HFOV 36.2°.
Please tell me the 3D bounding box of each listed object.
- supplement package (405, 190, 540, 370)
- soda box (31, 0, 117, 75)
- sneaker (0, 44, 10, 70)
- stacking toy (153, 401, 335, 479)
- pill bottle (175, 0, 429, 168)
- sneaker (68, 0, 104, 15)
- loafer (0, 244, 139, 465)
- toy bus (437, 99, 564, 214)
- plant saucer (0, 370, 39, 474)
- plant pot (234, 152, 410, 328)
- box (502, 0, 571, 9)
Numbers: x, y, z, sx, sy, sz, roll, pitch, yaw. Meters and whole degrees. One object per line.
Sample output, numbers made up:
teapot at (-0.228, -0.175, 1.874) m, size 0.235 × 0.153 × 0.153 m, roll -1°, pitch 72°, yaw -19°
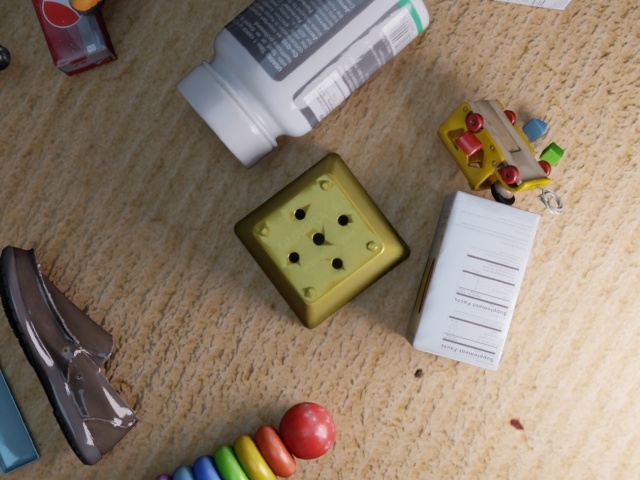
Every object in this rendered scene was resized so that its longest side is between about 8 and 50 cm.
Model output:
supplement package at (0.230, 0.060, 1.508) m, size 0.134 × 0.139 × 0.244 m, roll 16°, pitch 89°, yaw 0°
soda box at (-0.415, -0.403, 1.560) m, size 0.092 × 0.083 × 0.263 m, roll -20°, pitch 88°, yaw 1°
sneaker at (-0.621, -0.266, 1.498) m, size 0.283 × 0.107 × 0.124 m, roll 8°, pitch 86°, yaw -3°
stacking toy at (-0.122, 0.365, 1.523) m, size 0.330 × 0.141 × 0.141 m, roll -31°, pitch 89°, yaw -3°
pill bottle at (-0.030, -0.289, 1.488) m, size 0.361 × 0.204 × 0.204 m, roll -41°, pitch 88°, yaw 0°
sneaker at (-0.357, -0.460, 1.504) m, size 0.121 × 0.099 × 0.262 m, roll 24°, pitch 55°, yaw -18°
loafer at (-0.396, 0.167, 1.545) m, size 0.130 × 0.134 × 0.366 m, roll -26°, pitch 99°, yaw -22°
toy bus at (0.268, -0.120, 1.506) m, size 0.191 × 0.202 × 0.104 m, roll 30°, pitch 133°, yaw -14°
plant saucer at (-0.522, 0.279, 1.588) m, size 0.067 × 0.018 × 0.192 m, roll -24°, pitch 90°, yaw 1°
plant pot at (0.000, 0.000, 1.492) m, size 0.212 × 0.187 × 0.212 m, roll -37°, pitch 89°, yaw 1°
box at (0.331, -0.418, 1.519) m, size 0.137 × 0.126 × 0.072 m, roll 9°, pitch 88°, yaw 1°
